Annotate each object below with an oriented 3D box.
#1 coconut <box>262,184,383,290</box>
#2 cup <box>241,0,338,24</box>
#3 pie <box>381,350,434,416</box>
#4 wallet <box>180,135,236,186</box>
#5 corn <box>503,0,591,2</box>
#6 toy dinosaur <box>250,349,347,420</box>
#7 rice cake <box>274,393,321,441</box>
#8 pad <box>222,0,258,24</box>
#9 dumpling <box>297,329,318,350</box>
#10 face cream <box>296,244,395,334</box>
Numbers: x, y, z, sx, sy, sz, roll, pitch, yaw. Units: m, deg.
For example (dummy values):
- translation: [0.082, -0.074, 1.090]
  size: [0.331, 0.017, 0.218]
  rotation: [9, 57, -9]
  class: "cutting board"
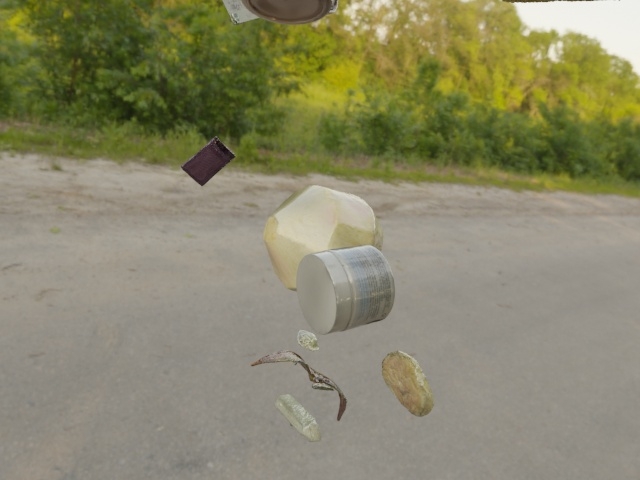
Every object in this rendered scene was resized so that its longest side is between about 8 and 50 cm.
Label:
- translation: [0.000, 0.000, 1.680]
  size: [0.352, 0.353, 0.352]
  rotation: [14, 17, -4]
  class: "coconut"
- translation: [-0.063, -0.630, 1.274]
  size: [0.208, 0.273, 0.288]
  rotation: [3, -8, 2]
  class: "cup"
- translation: [0.263, 0.427, 1.761]
  size: [0.052, 0.185, 0.218]
  rotation: [-19, 40, -24]
  class: "pie"
- translation: [-0.385, -0.271, 1.994]
  size: [0.111, 0.166, 0.030]
  rotation: [42, 11, -45]
  class: "wallet"
- translation: [0.492, -0.534, 1.194]
  size: [0.288, 0.087, 0.086]
  rotation: [18, 15, 37]
  class: "corn"
- translation: [-0.035, 0.443, 1.773]
  size: [0.206, 0.113, 0.327]
  rotation: [36, -4, 42]
  class: "toy dinosaur"
- translation: [-0.062, 0.467, 1.536]
  size: [0.052, 0.057, 0.256]
  rotation: [-31, 14, -17]
  class: "rice cake"
- translation: [-0.176, -0.731, 1.684]
  size: [0.265, 0.160, 0.009]
  rotation: [-29, 6, -30]
  class: "pad"
- translation: [-0.041, 0.327, 1.892]
  size: [0.052, 0.076, 0.057]
  rotation: [-17, -5, 22]
  class: "dumpling"
- translation: [0.053, 0.103, 1.251]
  size: [0.152, 0.177, 0.177]
  rotation: [-8, 27, -30]
  class: "face cream"
